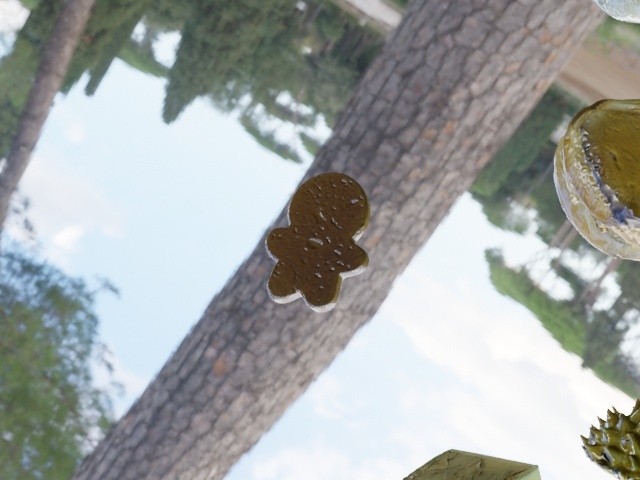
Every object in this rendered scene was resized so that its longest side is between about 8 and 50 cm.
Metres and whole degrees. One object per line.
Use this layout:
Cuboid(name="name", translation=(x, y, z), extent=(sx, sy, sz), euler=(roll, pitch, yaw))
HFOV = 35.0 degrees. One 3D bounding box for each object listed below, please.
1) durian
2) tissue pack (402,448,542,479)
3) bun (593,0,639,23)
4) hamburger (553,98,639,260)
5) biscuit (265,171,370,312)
Cuboid(name="durian", translation=(0.352, 0.200, 0.916), extent=(0.249, 0.138, 0.183), euler=(21, -160, -37))
Cuboid(name="tissue pack", translation=(0.220, 0.408, 1.332), extent=(0.125, 0.234, 0.159), euler=(-23, -167, -37))
Cuboid(name="bun", translation=(0.411, -0.345, 1.180), extent=(0.237, 0.210, 0.116), euler=(50, 168, 53))
Cuboid(name="hamburger", translation=(0.544, -0.095, 1.682), extent=(0.304, 0.174, 0.284), euler=(2, -130, -11))
Cuboid(name="biscuit", translation=(0.000, 0.000, 1.657), extent=(0.179, 0.236, 0.039), euler=(14, 166, 21))
